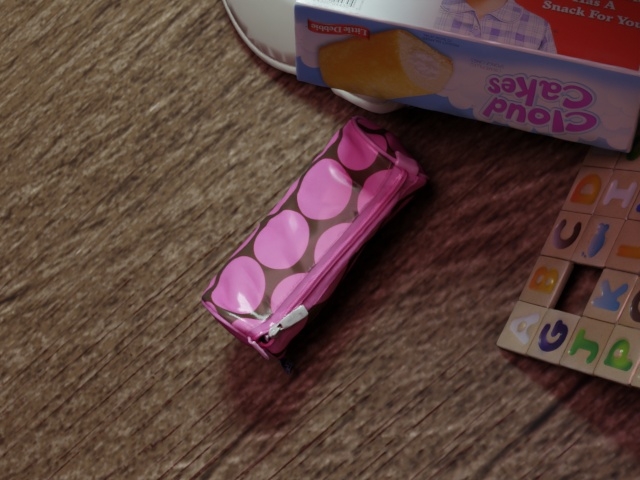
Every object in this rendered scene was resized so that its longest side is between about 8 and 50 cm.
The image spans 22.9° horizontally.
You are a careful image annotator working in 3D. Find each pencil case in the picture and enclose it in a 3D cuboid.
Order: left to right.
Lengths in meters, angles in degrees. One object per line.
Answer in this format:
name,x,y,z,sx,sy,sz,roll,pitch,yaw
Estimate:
pencil case,0.000,0.000,1.284,0.209,0.095,0.098,-52,17,3

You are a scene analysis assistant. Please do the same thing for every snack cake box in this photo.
snack cake box,0.126,-0.176,1.202,0.264,0.089,0.152,13,54,11

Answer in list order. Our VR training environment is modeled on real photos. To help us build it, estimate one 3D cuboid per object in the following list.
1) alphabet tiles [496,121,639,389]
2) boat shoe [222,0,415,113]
alphabet tiles,0.235,-0.012,1.141,0.198,0.009,0.237,12,74,61
boat shoe,0.012,-0.205,1.389,0.099,0.116,0.319,-19,37,-28
